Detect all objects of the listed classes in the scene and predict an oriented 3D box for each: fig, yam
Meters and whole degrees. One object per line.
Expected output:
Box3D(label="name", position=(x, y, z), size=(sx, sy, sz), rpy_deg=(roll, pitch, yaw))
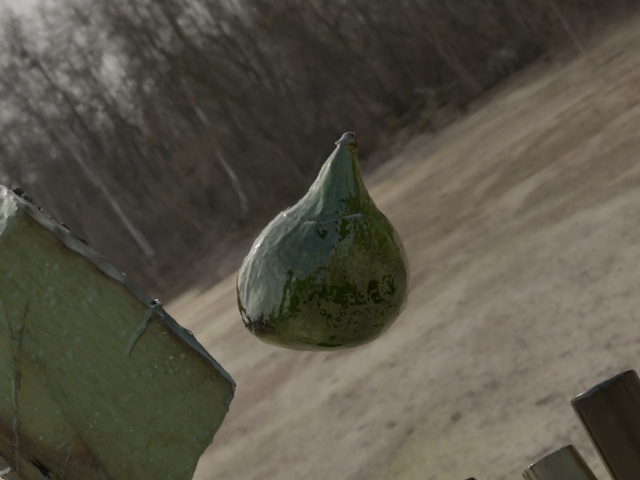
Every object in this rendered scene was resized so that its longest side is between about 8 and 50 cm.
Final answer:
Box3D(label="fig", position=(0.000, 0.000, 1.377), size=(0.203, 0.235, 0.203), rpy_deg=(-2, 14, 1))
Box3D(label="yam", position=(-0.234, 0.105, 1.017), size=(0.201, 0.271, 0.202), rpy_deg=(-15, 33, 49))

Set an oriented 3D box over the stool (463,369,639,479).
Box3D(label="stool", position=(0.219, 0.202, 0.831), size=(0.272, 0.179, 0.272), rpy_deg=(-25, -21, -10))
